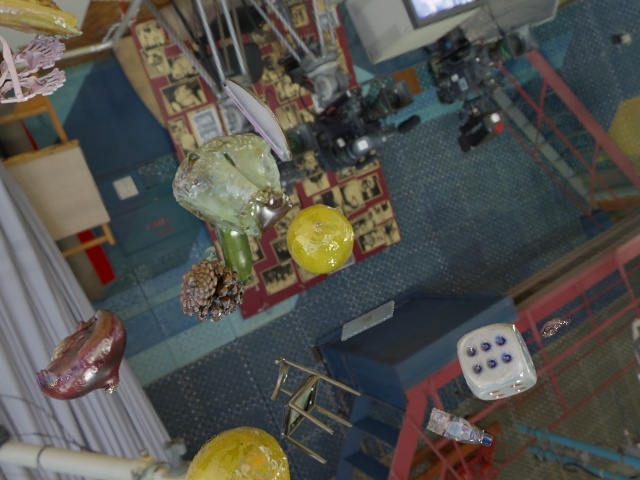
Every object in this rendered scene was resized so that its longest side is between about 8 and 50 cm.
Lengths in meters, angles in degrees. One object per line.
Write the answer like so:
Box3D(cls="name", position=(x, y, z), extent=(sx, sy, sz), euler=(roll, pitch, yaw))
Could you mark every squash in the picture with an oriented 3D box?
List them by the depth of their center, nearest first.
Box3D(cls="squash", position=(-0.232, 0.026, 1.589), extent=(0.087, 0.087, 0.332), euler=(-25, 147, -15))

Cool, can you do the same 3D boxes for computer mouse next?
Box3D(cls="computer mouse", position=(-0.179, -0.373, 1.758), extent=(0.072, 0.310, 0.158), euler=(-40, 176, -2))

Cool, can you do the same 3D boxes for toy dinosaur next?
Box3D(cls="toy dinosaur", position=(-0.288, 0.092, 1.661), extent=(0.053, 0.167, 0.242), euler=(-4, -144, 23))

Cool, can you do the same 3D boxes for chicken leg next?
Box3D(cls="chicken leg", position=(0.586, 0.213, 1.446), extent=(0.083, 0.036, 0.021), euler=(-33, -161, -1))

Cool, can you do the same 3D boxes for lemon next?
Box3D(cls="lemon", position=(-0.216, 0.623, 1.488), extent=(0.257, 0.258, 0.310), euler=(-20, -175, 32))
Box3D(cls="lemon", position=(0.000, 0.000, 1.524), extent=(0.178, 0.178, 0.203), euler=(-24, 152, -6))

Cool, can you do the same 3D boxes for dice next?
Box3D(cls="dice", position=(0.549, 0.379, 1.800), extent=(0.193, 0.194, 0.192), euler=(-24, 149, 22))

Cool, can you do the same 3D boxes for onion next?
Box3D(cls="onion", position=(-0.613, 0.324, 1.554), extent=(0.272, 0.195, 0.272), euler=(-38, -162, 14))

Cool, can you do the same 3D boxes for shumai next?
Box3D(cls="shumai", position=(-0.140, -0.071, 0.942), extent=(0.184, 0.184, 0.142), euler=(-25, -138, -16))

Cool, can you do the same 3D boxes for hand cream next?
Box3D(cls="hand cream", position=(0.361, 0.488, 1.492), extent=(0.163, 0.062, 0.039), euler=(18, 180, 8))

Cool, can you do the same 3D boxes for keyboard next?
Box3D(cls="keyboard", position=(0.124, 0.214, 1.532), extent=(0.176, 0.014, 0.055), euler=(-33, -156, 33))

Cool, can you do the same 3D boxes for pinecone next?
Box3D(cls="pinecone", position=(-0.267, 0.128, 1.442), extent=(0.173, 0.174, 0.173), euler=(-23, -174, 2))

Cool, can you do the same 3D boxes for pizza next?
Box3D(cls="pizza", position=(-0.701, -0.537, 1.364), extent=(0.289, 0.082, 0.229), euler=(7, -174, -6))

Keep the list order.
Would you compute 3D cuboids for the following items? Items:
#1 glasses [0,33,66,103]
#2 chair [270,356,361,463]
Box3D(cls="glasses", position=(-0.667, -0.410, 1.315), extent=(0.162, 0.256, 0.095), euler=(-15, 145, -11))
Box3D(cls="chair", position=(-0.051, 0.471, 1.647), extent=(0.272, 0.188, 0.166), euler=(27, -138, 22))
